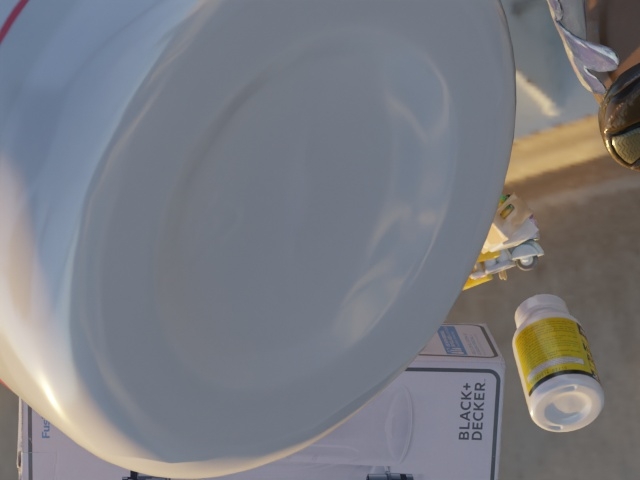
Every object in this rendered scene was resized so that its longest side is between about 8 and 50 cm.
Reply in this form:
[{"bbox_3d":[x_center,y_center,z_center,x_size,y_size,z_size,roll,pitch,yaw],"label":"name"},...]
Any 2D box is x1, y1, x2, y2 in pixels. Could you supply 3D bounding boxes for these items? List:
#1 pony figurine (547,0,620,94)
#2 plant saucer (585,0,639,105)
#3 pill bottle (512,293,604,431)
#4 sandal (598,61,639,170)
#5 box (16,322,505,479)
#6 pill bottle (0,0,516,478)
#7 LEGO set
[{"bbox_3d":[0.093,-0.304,1.038,0.303,0.363,0.351,94,-175,-47],"label":"pony figurine"},{"bbox_3d":[0.312,-0.158,1.344,0.278,0.041,0.278,19,125,31],"label":"plant saucer"},{"bbox_3d":[0.200,0.102,1.489,0.065,0.065,0.116,-50,31,30],"label":"pill bottle"},{"bbox_3d":[0.241,-0.100,0.939,0.060,0.219,0.090,-125,17,-50],"label":"sandal"},{"bbox_3d":[-0.039,0.135,1.071,0.087,0.290,0.169,-102,13,-76],"label":"box"},{"bbox_3d":[-0.134,-0.090,0.734,0.407,0.229,0.229,32,110,40],"label":"pill bottle"},{"bbox_3d":[0.118,-0.021,1.520,0.132,0.287,0.107,-19,81,7],"label":"LEGO set"}]
